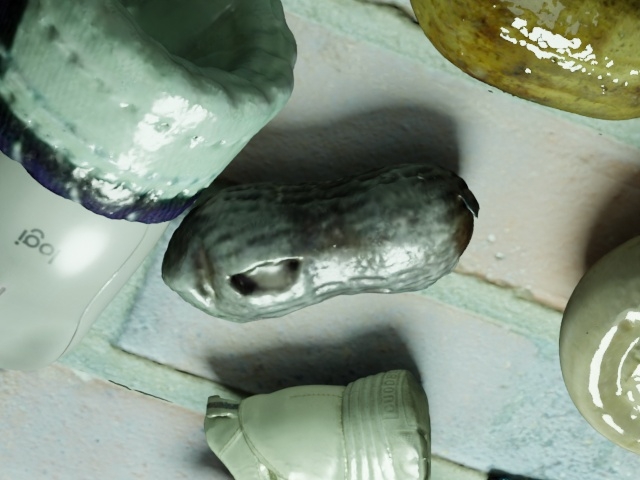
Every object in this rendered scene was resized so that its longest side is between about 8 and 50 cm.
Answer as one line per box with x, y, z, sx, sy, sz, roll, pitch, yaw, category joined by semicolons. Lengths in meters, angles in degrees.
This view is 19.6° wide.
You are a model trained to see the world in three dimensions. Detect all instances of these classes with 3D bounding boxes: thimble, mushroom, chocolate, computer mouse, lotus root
-0.128;-0.133;1.259;0.237;0.237;0.150;37;123;-22;thimble
0.285;0.098;1.409;0.207;0.215;0.207;3;119;5;mushroom
0.000;0.000;1.418;0.248;0.110;0.110;-7;126;5;chocolate
-0.228;0.003;1.420;0.184;0.121;0.297;34;119;-22;computer mouse
0.152;-0.167;1.274;0.260;0.128;0.145;22;134;-12;lotus root

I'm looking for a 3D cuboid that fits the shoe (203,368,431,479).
-0.007;0.257;1.596;0.210;0.132;0.342;0;122;7;shoe

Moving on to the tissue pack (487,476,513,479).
0.209;0.248;1.637;0.138;0.028;0.085;8;126;0;tissue pack
